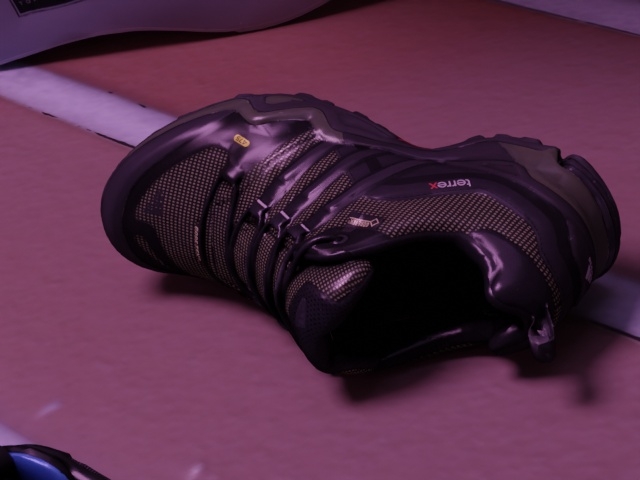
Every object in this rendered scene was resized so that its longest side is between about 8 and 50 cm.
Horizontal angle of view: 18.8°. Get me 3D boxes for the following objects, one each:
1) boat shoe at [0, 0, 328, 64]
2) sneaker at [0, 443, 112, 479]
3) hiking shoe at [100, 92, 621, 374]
[{"bbox_3d":[-0.113,-0.173,1.102,0.306,0.113,0.105,-15,43,13],"label":"boat shoe"},{"bbox_3d":[-0.113,0.110,0.593,0.217,0.121,0.079,5,33,28],"label":"sneaker"},{"bbox_3d":[0.000,0.000,0.782,0.227,0.086,0.114,3,29,23],"label":"hiking shoe"}]
